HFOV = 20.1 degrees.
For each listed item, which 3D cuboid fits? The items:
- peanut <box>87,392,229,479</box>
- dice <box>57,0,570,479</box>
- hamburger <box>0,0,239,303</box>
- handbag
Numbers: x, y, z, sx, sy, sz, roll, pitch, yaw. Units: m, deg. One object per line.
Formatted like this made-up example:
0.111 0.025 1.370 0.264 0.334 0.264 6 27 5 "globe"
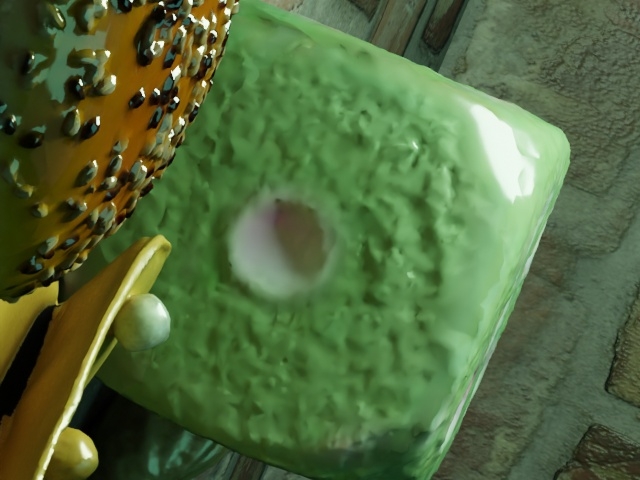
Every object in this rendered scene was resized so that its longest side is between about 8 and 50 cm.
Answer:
-0.123 0.134 1.713 0.274 0.125 0.111 -62 168 -22 "peanut"
0.000 0.000 1.436 0.330 0.322 0.318 -18 131 -81 "dice"
-0.131 -0.111 0.816 0.300 0.176 0.300 23 90 -83 "hamburger"
-0.214 0.171 1.089 0.283 0.133 0.401 -60 -171 33 "handbag"
